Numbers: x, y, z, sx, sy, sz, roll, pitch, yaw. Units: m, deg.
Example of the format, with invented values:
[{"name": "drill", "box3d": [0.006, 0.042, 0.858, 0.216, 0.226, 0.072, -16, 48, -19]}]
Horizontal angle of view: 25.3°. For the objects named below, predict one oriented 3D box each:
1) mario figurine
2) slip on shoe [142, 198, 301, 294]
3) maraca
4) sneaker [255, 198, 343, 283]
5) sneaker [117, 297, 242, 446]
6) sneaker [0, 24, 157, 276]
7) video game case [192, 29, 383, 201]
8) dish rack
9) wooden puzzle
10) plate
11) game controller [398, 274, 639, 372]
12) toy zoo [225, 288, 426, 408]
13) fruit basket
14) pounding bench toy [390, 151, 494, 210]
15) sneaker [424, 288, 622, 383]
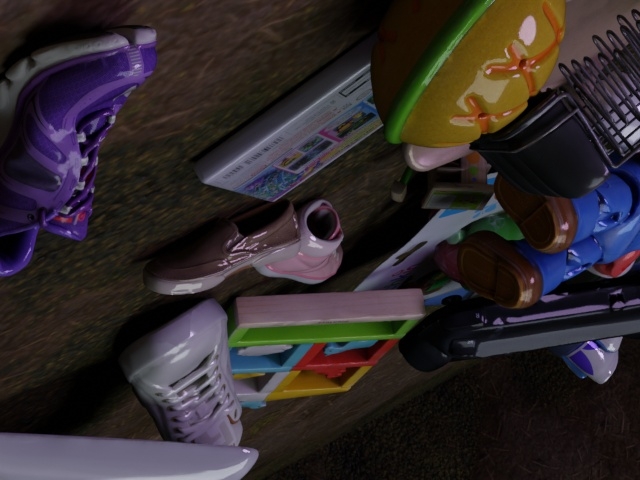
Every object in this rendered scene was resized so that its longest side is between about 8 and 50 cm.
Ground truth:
[{"name": "mario figurine", "box3d": [0.246, -0.047, 1.222, 0.320, 0.170, 0.198, -14, 177, -39]}, {"name": "slip on shoe", "box3d": [-0.073, 0.003, 1.064, 0.135, 0.051, 0.041, -15, 122, -30]}, {"name": "maraca", "box3d": [0.096, -0.128, 0.816, 0.186, 0.099, 0.127, -53, 173, 25]}, {"name": "sneaker", "box3d": [0.000, 0.000, 1.195, 0.070, 0.051, 0.134, -31, 165, 25]}, {"name": "sneaker", "box3d": [-0.109, 0.138, 1.304, 0.106, 0.123, 0.290, -32, 168, -12]}, {"name": "sneaker", "box3d": [-0.122, -0.041, 0.682, 0.068, 0.071, 0.170, -19, 162, -46]}, {"name": "video game case", "box3d": [0.003, -0.081, 0.959, 0.157, 0.019, 0.143, -35, 168, 12]}, {"name": "dish rack", "box3d": [0.226, -0.126, 0.931, 0.271, 0.074, 0.208, -39, -174, 0]}, {"name": "wooden puzzle", "box3d": [0.181, -0.158, 1.053, 0.221, 0.044, 0.239, -23, 161, -34]}, {"name": "plate", "box3d": [-0.227, 0.243, 1.322, 0.277, 0.045, 0.278, 7, 152, -21]}, {"name": "game controller", "box3d": [0.242, 0.080, 1.464, 0.319, 0.067, 0.166, -6, 171, -20]}, {"name": "toy zoo", "box3d": [-0.031, 0.119, 1.474, 0.192, 0.030, 0.293, -2, 158, -19]}, {"name": "fruit basket", "box3d": [0.210, -0.002, 1.451, 0.353, 0.165, 0.327, -19, 163, -35]}, {"name": "pounding bench toy", "box3d": [0.097, -0.065, 1.171, 0.083, 0.065, 0.052, 2, 163, -6]}, {"name": "sneaker", "box3d": [0.265, 0.079, 1.727, 0.322, 0.236, 0.130, -22, 165, -39]}]
